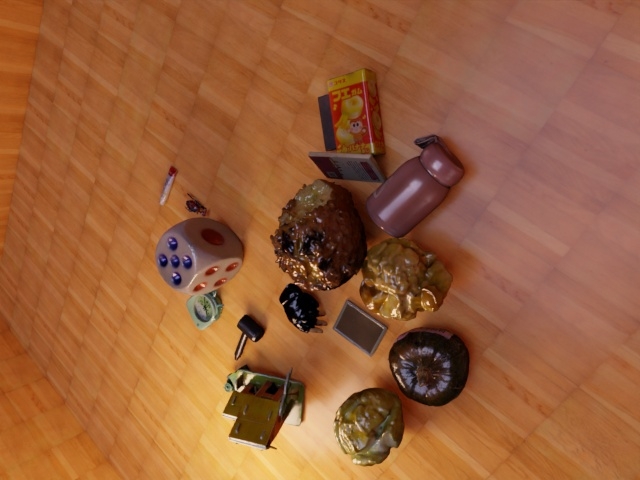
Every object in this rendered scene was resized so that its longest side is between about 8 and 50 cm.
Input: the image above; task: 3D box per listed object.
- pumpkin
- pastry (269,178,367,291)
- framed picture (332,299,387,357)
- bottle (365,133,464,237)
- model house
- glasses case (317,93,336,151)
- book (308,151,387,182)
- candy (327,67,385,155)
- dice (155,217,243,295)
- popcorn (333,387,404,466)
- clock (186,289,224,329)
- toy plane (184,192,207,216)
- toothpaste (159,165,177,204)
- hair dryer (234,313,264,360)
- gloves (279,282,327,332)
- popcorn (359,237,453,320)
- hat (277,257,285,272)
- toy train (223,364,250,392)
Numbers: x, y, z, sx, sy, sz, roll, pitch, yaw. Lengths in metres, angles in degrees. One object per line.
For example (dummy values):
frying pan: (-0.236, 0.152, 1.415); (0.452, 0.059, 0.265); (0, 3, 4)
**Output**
pumpkin: (0.343, 0.405, 1.429); (0.261, 0.189, 0.259); (8, 105, 31)
pastry: (0.007, 0.006, 1.477); (0.293, 0.405, 0.337); (-21, 116, 17)
framed picture: (0.142, 0.322, 1.649); (0.183, 0.011, 0.141); (33, 115, 23)
bottle: (0.284, -0.171, 1.376); (0.297, 0.173, 0.206); (-46, 55, 30)
model house: (-0.246, 0.624, 1.730); (0.301, 0.324, 0.339); (8, 103, 13)
glasses case: (0.036, -0.411, 1.564); (0.072, 0.042, 0.190); (-4, 96, 40)
book: (0.091, -0.243, 1.498); (0.232, 0.162, 0.022); (8, 73, 31)
candy: (0.119, -0.407, 1.484); (0.146, 0.088, 0.275); (-7, 96, 35)
dice: (-0.501, 0.068, 1.866); (0.243, 0.259, 0.251); (51, 121, 17)
popcorn: (0.178, 0.618, 1.534); (0.276, 0.277, 0.225); (-42, 71, 31)
clock: (-0.507, 0.301, 2.026); (0.211, 0.066, 0.159); (-32, 81, 32)
toy plane: (-0.553, -0.148, 1.992); (0.145, 0.037, 0.060); (38, 106, 26)
toothpaste: (-0.706, -0.250, 2.076); (0.048, 0.031, 0.190); (37, 114, 26)
hair dryer: (-0.326, 0.445, 1.941); (0.114, 0.071, 0.247); (36, 120, 23)
gloves: (-0.062, 0.275, 1.717); (0.203, 0.124, 0.164); (46, 138, 26)
popcorn: (0.258, 0.117, 1.382); (0.332, 0.225, 0.264); (-3, 112, 58)
hat: (-0.129, 0.047, 1.746); (0.146, 0.067, 0.145); (164, 90, -75)
toy train: (-0.334, 0.662, 1.974); (0.132, 0.083, 0.200); (-40, 80, 25)
